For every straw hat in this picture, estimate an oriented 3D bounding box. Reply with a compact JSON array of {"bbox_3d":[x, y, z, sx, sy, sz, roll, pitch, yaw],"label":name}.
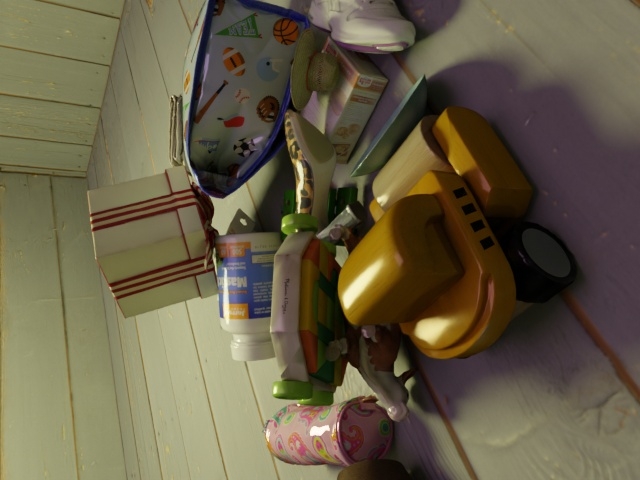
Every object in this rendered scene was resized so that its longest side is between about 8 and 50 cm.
[{"bbox_3d":[0.000,-0.295,0.991,0.061,0.144,0.144,11,100,15],"label":"straw hat"}]

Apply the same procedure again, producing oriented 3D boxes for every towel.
[{"bbox_3d":[-0.302,-0.249,1.459,0.049,0.282,0.187,-2,85,17],"label":"towel"}]

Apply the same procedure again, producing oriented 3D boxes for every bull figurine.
[{"bbox_3d":[0.079,0.120,0.880,0.101,0.188,0.310,-10,69,18],"label":"bull figurine"}]

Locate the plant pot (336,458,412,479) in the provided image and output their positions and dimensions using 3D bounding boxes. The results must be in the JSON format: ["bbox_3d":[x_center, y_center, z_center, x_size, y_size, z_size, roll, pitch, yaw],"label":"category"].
[{"bbox_3d":[0.092,0.452,0.823,0.215,0.216,0.230,-57,31,40],"label":"plant pot"}]

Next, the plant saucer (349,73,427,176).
[{"bbox_3d":[0.116,-0.169,0.885,0.195,0.037,0.195,-55,3,4],"label":"plant saucer"}]

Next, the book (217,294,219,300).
[{"bbox_3d":[-0.230,0.117,1.499,0.144,0.035,0.096,-3,80,59],"label":"book"}]

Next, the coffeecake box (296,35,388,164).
[{"bbox_3d":[0.032,-0.262,1.065,0.185,0.068,0.142,-62,40,35],"label":"coffeecake box"}]

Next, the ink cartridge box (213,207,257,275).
[{"bbox_3d":[-0.196,0.033,1.391,0.115,0.067,0.198,40,109,50],"label":"ink cartridge box"}]

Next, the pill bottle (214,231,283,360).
[{"bbox_3d":[-0.149,0.119,1.242,0.152,0.152,0.271,-4,89,58],"label":"pill bottle"}]

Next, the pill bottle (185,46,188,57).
[{"bbox_3d":[-0.286,-0.514,1.539,0.221,0.121,0.121,10,97,58],"label":"pill bottle"}]

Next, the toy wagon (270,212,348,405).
[{"bbox_3d":[-0.003,0.125,0.904,0.068,0.344,0.267,-4,69,15],"label":"toy wagon"}]

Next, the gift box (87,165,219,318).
[{"bbox_3d":[-0.352,0.020,1.283,0.255,0.258,0.276,91,158,-53],"label":"gift box"}]

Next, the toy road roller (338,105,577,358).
[{"bbox_3d":[0.133,-0.011,0.725,0.202,0.241,0.329,-52,46,42],"label":"toy road roller"}]

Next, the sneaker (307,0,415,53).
[{"bbox_3d":[0.063,-0.414,0.968,0.305,0.114,0.152,50,137,47],"label":"sneaker"}]

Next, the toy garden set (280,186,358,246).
[{"bbox_3d":[0.000,0.000,1.123,0.244,0.049,0.203,6,92,57],"label":"toy garden set"}]

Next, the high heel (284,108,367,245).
[{"bbox_3d":[-0.040,-0.092,1.032,0.186,0.093,0.261,-42,69,39],"label":"high heel"}]

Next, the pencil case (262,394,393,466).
[{"bbox_3d":[0.005,0.348,1.025,0.284,0.124,0.124,-29,64,55],"label":"pencil case"}]

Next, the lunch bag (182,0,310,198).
[{"bbox_3d":[-0.183,-0.294,1.203,0.328,0.239,0.385,-134,60,-71],"label":"lunch bag"}]
